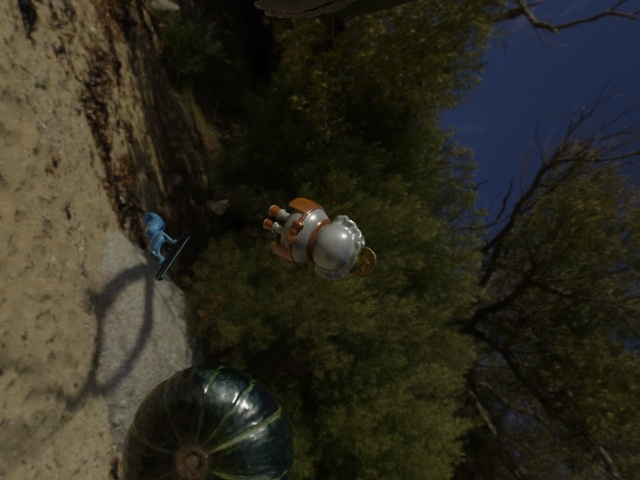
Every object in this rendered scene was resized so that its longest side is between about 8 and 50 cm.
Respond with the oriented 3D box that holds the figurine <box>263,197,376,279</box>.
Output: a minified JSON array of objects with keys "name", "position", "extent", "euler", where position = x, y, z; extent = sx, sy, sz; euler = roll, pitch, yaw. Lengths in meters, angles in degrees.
[{"name":"figurine","position":[-0.007,-0.002,0.935],"extent":[0.271,0.143,0.143],"euler":[29,-51,42]}]

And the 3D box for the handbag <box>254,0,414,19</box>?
[{"name":"handbag","position":[0.098,-0.289,0.352],"extent":[0.288,0.342,0.152],"euler":[7,-44,51]}]

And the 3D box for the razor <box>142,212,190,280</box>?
[{"name":"razor","position":[-0.268,-0.011,0.742],"extent":[0.081,0.042,0.253],"euler":[-57,-152,-2]}]

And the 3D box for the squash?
[{"name":"squash","position":[-0.167,0.316,0.675],"extent":[0.165,0.252,0.252],"euler":[63,15,-78]}]
